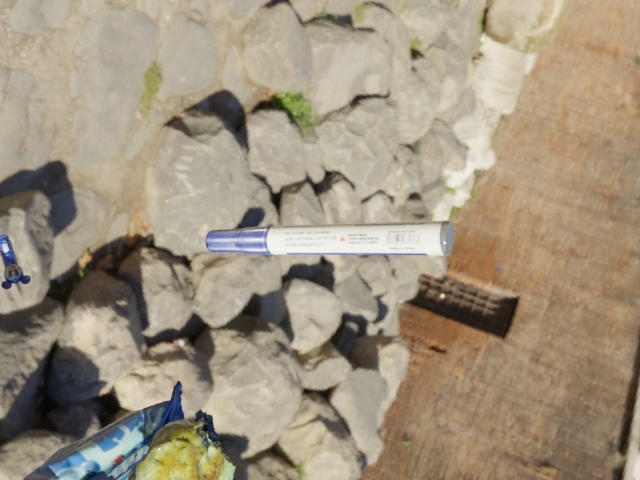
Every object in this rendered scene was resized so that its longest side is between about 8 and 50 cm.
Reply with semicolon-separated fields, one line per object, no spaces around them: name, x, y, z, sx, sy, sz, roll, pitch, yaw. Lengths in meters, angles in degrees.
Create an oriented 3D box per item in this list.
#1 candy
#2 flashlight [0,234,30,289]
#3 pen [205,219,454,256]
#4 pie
candy;-0.354;0.360;1.181;0.331;0.077;0.187;-25;142;-33
flashlight;-0.640;0.041;1.530;0.057;0.121;0.035;-17;158;-20
pen;0.000;0.000;0.551;0.025;0.204;0.025;3;86;-60
pie;-0.158;0.422;0.994;0.371;0.078;0.296;65;36;-33
